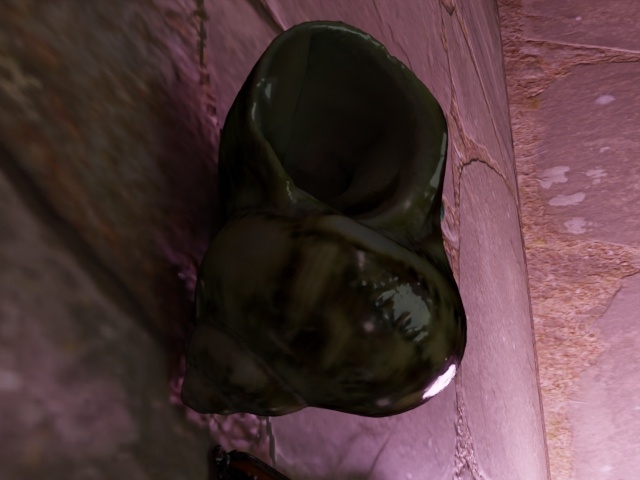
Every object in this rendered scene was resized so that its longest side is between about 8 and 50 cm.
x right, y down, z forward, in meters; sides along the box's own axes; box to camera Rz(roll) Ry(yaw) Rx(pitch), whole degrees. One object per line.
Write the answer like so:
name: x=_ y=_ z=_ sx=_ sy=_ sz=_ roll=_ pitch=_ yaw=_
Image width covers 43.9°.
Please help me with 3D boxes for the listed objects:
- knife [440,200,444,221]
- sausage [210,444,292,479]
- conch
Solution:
knife: x=0.079 y=-0.103 z=0.820 sx=0.260 sy=0.035 sz=0.063 roll=56 pitch=28 yaw=-47
sausage: x=0.025 y=0.160 z=0.402 sx=0.198 sy=0.025 sz=0.028 roll=36 pitch=1 yaw=-12
conch: x=-0.002 y=0.002 z=0.401 sx=0.187 sy=0.124 sz=0.181 roll=54 pitch=35 yaw=-10
